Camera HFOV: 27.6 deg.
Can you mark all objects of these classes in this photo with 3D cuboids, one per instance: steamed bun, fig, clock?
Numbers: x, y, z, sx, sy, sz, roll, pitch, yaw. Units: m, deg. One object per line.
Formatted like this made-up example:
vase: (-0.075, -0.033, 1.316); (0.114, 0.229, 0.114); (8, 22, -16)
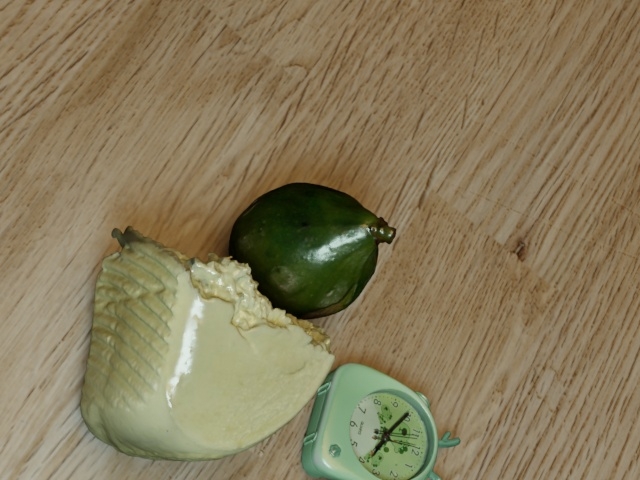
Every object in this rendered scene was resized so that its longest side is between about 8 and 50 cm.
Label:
steamed bun: (-0.126, 0.142, 1.568); (0.272, 0.290, 0.273); (14, 83, -26)
fig: (0.000, 0.000, 1.698); (0.195, 0.245, 0.195); (21, 56, -34)
clock: (0.086, 0.268, 1.733); (0.211, 0.066, 0.159); (26, 62, -14)
